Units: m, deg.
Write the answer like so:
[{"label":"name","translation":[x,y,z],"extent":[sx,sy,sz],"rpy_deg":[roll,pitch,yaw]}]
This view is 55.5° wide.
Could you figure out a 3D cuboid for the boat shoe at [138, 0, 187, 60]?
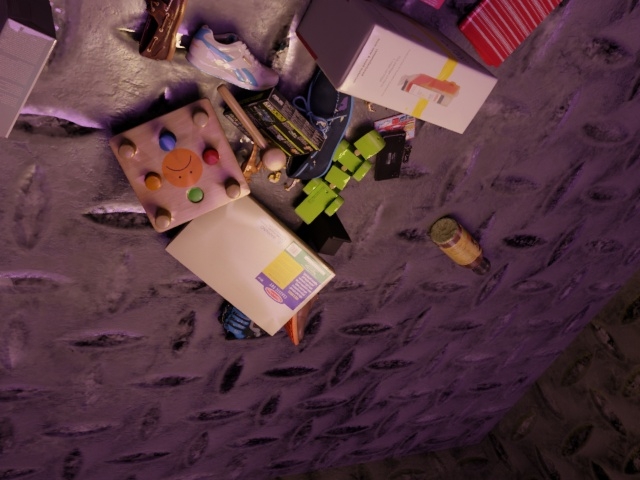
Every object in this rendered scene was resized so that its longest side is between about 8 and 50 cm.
[{"label":"boat shoe","translation":[-0.324,-0.466,1.255],"extent":[0.073,0.073,0.207],"rpy_deg":[1,131,-31]}]

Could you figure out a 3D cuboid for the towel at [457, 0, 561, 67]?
[{"label":"towel","translation":[0.502,-0.604,1.585],"extent":[0.275,0.031,0.199],"rpy_deg":[-46,134,17]}]

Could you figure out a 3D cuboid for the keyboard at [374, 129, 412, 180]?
[{"label":"keyboard","translation":[0.216,-0.250,1.790],"extent":[0.108,0.023,0.180],"rpy_deg":[-10,142,-10]}]

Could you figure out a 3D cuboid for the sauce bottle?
[{"label":"sauce bottle","translation":[0.513,0.032,2.179],"extent":[0.111,0.111,0.344],"rpy_deg":[-40,139,14]}]

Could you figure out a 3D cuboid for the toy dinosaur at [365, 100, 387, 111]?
[{"label":"toy dinosaur","translation":[0.140,-0.392,1.606],"extent":[0.183,0.053,0.093],"rpy_deg":[-10,121,-30]}]

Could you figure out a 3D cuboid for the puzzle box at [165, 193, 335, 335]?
[{"label":"puzzle box","translation":[-0.193,0.054,1.716],"extent":[0.272,0.052,0.409],"rpy_deg":[-44,108,11]}]

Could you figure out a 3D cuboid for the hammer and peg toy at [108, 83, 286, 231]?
[{"label":"hammer and peg toy","translation":[-0.283,-0.204,1.446],"extent":[0.361,0.127,0.266],"rpy_deg":[-25,111,-2]}]

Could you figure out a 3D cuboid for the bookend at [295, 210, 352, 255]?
[{"label":"bookend","translation":[0.000,0.000,1.836],"extent":[0.072,0.157,0.156],"rpy_deg":[12,125,-36]}]

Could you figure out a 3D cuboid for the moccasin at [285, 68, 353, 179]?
[{"label":"moccasin","translation":[-0.007,-0.285,1.544],"extent":[0.117,0.138,0.342],"rpy_deg":[-18,137,-35]}]

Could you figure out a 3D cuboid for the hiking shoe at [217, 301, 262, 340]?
[{"label":"hiking shoe","translation":[-0.269,0.234,1.965],"extent":[0.132,0.113,0.304],"rpy_deg":[-18,138,-11]}]

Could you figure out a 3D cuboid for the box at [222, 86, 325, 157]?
[{"label":"box","translation":[-0.114,-0.276,1.472],"extent":[0.184,0.045,0.190],"rpy_deg":[-6,143,46]}]

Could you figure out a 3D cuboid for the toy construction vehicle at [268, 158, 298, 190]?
[{"label":"toy construction vehicle","translation":[-0.093,-0.188,1.689],"extent":[0.086,0.035,0.098],"rpy_deg":[20,121,-40]}]

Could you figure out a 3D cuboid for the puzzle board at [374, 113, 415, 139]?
[{"label":"puzzle board","translation":[0.214,-0.316,1.739],"extent":[0.128,0.011,0.096],"rpy_deg":[-17,138,-10]}]

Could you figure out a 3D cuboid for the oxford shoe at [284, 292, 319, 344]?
[{"label":"oxford shoe","translation":[-0.062,0.219,2.053],"extent":[0.132,0.130,0.364],"rpy_deg":[-18,138,-20]}]

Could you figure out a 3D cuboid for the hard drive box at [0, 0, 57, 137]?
[{"label":"hard drive box","translation":[-0.598,-0.345,1.153],"extent":[0.089,0.181,0.232],"rpy_deg":[19,122,-41]}]

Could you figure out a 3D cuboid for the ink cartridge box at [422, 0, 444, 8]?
[{"label":"ink cartridge box","translation":[0.253,-0.657,1.352],"extent":[0.158,0.092,0.218],"rpy_deg":[11,128,-35]}]

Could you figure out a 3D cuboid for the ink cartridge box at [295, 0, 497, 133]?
[{"label":"ink cartridge box","translation":[0.175,-0.424,1.409],"extent":[0.384,0.279,0.160],"rpy_deg":[10,125,-35]}]

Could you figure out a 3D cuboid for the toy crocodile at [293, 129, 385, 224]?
[{"label":"toy crocodile","translation":[0.049,-0.180,1.729],"extent":[0.115,0.105,0.340],"rpy_deg":[39,115,-3]}]

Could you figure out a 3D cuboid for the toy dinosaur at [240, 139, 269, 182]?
[{"label":"toy dinosaur","translation":[-0.179,-0.194,1.555],"extent":[0.211,0.064,0.112],"rpy_deg":[-61,165,26]}]

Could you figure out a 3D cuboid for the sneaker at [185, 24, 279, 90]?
[{"label":"sneaker","translation":[-0.185,-0.409,1.380],"extent":[0.228,0.087,0.092],"rpy_deg":[10,122,-38]}]
